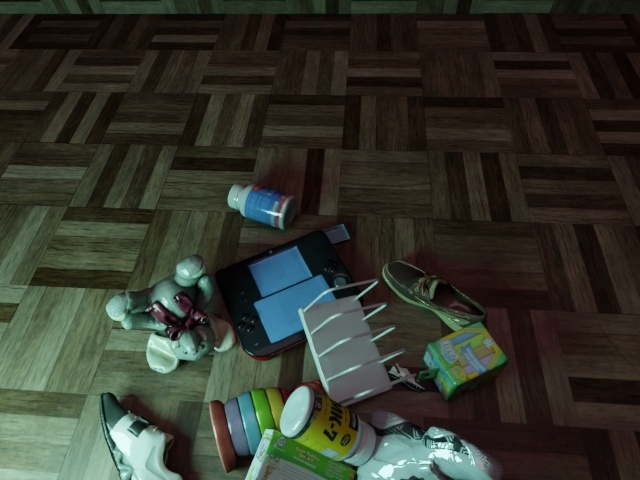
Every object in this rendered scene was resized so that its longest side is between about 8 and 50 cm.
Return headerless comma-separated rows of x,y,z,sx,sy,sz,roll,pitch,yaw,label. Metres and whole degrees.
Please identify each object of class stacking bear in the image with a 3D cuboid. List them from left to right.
-0.121,0.446,1.147,0.289,0.164,0.175,-14,64,-15,stacking bear

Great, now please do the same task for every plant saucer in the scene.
0.000,0.000,1.529,0.192,0.018,0.067,-17,56,-10,plant saucer

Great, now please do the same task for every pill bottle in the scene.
-0.203,-0.126,1.561,0.222,0.124,0.124,18,58,14,pill bottle
0.020,0.440,1.062,0.208,0.119,0.119,34,56,-18,pill bottle

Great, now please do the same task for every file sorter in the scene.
0.098,0.264,1.176,0.193,0.173,0.277,-8,68,-30,file sorter

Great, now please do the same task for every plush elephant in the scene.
-0.386,0.231,1.261,0.272,0.330,0.255,-28,82,-14,plush elephant

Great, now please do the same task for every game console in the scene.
-0.096,0.157,1.389,0.387,0.060,0.342,-22,61,-13,game console

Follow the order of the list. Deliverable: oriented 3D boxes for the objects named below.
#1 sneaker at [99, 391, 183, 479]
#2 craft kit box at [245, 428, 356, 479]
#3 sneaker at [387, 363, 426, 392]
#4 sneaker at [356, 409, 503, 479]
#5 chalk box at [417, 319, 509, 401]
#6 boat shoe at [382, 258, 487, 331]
-0.460,0.514,1.151,0.146,0.122,0.330,-21,54,-33,sneaker
-0.063,0.596,1.015,0.250,0.061,0.246,35,61,-17,craft kit box
0.242,0.377,1.242,0.109,0.040,0.044,28,52,16,sneaker
0.221,0.526,1.008,0.366,0.137,0.210,-7,51,54,sneaker
0.363,0.333,1.209,0.213,0.132,0.132,-22,56,-12,chalk box
0.338,0.146,1.345,0.342,0.123,0.123,38,65,25,boat shoe
